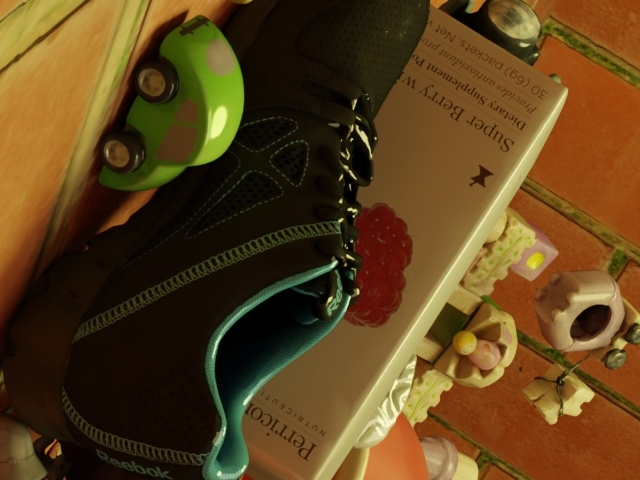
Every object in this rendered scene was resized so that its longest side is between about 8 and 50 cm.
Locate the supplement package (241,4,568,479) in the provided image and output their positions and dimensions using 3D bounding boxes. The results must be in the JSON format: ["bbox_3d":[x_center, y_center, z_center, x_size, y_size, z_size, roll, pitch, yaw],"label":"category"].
[{"bbox_3d":[0.000,0.000,1.160,0.293,0.177,0.175,-57,174,-12],"label":"supplement package"}]

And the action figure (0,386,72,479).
[{"bbox_3d":[-0.209,0.210,0.983,0.185,0.099,0.285,-22,130,-68],"label":"action figure"}]

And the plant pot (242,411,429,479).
[{"bbox_3d":[-0.049,0.187,1.450,0.275,0.275,0.243,-56,165,-15],"label":"plant pot"}]

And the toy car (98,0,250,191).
[{"bbox_3d":[-0.040,-0.109,0.880,0.225,0.053,0.239,-61,173,28],"label":"toy car"}]

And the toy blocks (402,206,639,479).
[{"bbox_3d":[0.073,0.053,1.709,0.260,0.309,0.288,30,103,-42],"label":"toy blocks"}]

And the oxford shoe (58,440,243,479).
[{"bbox_3d":[-0.127,0.147,1.094,0.098,0.097,0.271,-63,-168,-7],"label":"oxford shoe"}]

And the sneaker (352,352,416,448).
[{"bbox_3d":[-0.003,0.046,1.312,0.090,0.232,0.115,-4,158,-27],"label":"sneaker"}]

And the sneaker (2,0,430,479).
[{"bbox_3d":[-0.019,-0.016,0.983,0.341,0.139,0.125,-57,146,-17],"label":"sneaker"}]

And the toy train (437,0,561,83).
[{"bbox_3d":[0.060,-0.059,1.470,0.190,0.142,0.334,-40,171,-42],"label":"toy train"}]

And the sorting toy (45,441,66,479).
[{"bbox_3d":[-0.169,0.154,1.298,0.083,0.044,0.075,114,-9,-55],"label":"sorting toy"}]
